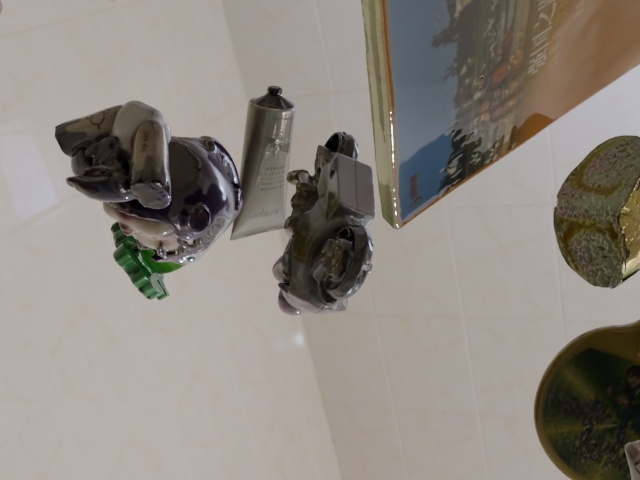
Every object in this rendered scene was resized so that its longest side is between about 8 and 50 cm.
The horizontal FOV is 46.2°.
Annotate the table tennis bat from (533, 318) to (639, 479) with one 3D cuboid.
[{"bbox_3d":[0.366,0.144,0.850,0.198,0.321,0.050,20,-166,6],"label":"table tennis bat"}]

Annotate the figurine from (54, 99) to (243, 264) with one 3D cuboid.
[{"bbox_3d":[-0.157,-0.059,0.760,0.145,0.222,0.145,-5,-113,13],"label":"figurine"}]

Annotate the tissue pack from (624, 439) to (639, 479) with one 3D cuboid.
[{"bbox_3d":[0.402,0.316,0.485,0.195,0.375,0.390,-48,-145,1],"label":"tissue pack"}]

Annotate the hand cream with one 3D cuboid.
[{"bbox_3d":[-0.064,-0.091,0.888,0.087,0.186,0.054,-15,-147,-41],"label":"hand cream"}]

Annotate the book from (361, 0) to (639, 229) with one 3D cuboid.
[{"bbox_3d":[0.189,-0.181,0.538,0.374,0.262,0.028,-33,-120,-13],"label":"book"}]

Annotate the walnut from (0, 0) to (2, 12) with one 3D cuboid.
[{"bbox_3d":[-0.448,-0.283,0.899,0.124,0.105,0.105,-23,-156,-26],"label":"walnut"}]

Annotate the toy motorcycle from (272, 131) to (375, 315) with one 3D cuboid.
[{"bbox_3d":[0.000,0.000,0.715,0.073,0.152,0.225,20,-147,-19],"label":"toy motorcycle"}]

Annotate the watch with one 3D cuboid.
[{"bbox_3d":[-0.255,0.007,1.252,0.152,0.131,0.165,-34,-149,-4],"label":"watch"}]

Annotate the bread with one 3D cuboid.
[{"bbox_3d":[0.512,-0.038,1.312,0.158,0.156,0.260,9,-116,54],"label":"bread"}]
